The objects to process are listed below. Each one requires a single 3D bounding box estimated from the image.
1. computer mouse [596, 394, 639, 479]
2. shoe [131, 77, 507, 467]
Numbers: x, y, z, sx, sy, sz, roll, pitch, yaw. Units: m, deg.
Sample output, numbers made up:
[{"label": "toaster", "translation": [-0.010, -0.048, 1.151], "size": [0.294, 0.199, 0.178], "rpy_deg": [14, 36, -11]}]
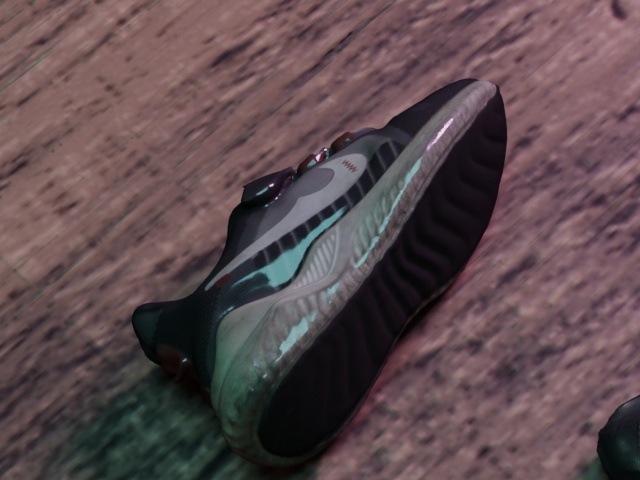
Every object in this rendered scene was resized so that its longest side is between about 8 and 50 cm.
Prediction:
[{"label": "computer mouse", "translation": [0.191, 0.095, 0.783], "size": [0.135, 0.047, 0.079], "rpy_deg": [9, 60, 13]}, {"label": "shoe", "translation": [0.000, 0.000, 0.855], "size": [0.112, 0.099, 0.227], "rpy_deg": [22, 63, 30]}]
